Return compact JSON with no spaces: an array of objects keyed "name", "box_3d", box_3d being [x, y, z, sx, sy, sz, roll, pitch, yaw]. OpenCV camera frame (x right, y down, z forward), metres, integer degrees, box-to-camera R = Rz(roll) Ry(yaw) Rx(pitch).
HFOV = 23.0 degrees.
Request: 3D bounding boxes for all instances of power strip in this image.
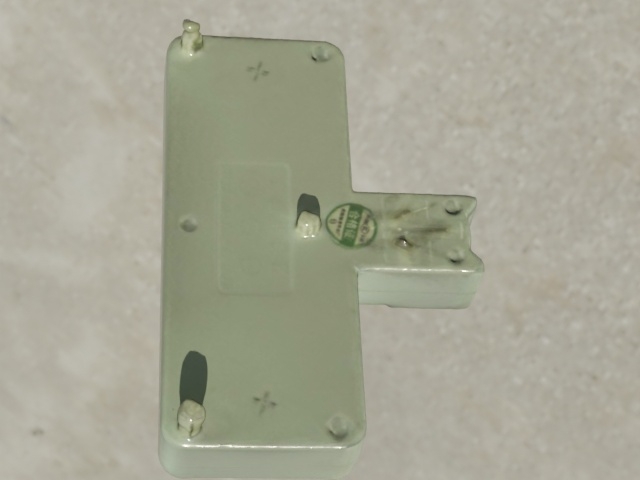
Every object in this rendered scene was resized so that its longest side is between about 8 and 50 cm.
[{"name":"power strip","box_3d":[0.000,0.000,0.709,0.145,0.215,0.061,2,150,-8]}]
